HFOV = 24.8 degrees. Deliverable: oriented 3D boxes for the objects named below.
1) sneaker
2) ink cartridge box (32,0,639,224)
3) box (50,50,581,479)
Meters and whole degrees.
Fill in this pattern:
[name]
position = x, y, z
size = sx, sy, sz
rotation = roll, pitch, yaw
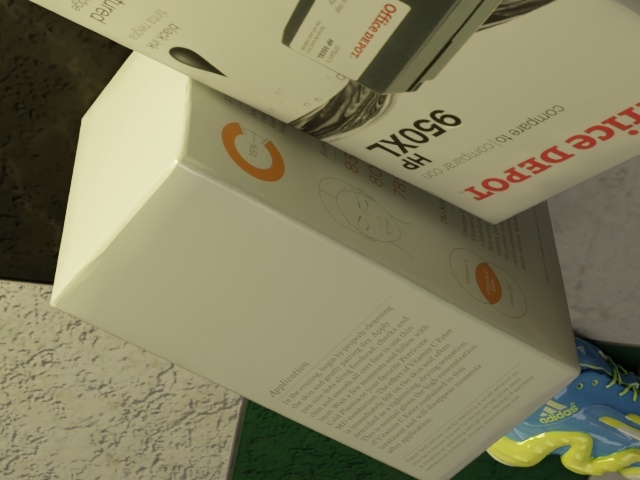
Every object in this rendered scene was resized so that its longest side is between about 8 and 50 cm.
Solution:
[sneaker]
position = 0.264, 0.151, 1.314
size = 0.240, 0.091, 0.126
rotation = -2, 132, 1
[ink cartridge box]
position = 0.046, -0.187, 0.885
size = 0.395, 0.166, 0.285
rotation = 24, 154, -22
[box]
position = 0.000, 0.000, 1.085
size = 0.345, 0.215, 0.168
rotation = 29, 126, -24
